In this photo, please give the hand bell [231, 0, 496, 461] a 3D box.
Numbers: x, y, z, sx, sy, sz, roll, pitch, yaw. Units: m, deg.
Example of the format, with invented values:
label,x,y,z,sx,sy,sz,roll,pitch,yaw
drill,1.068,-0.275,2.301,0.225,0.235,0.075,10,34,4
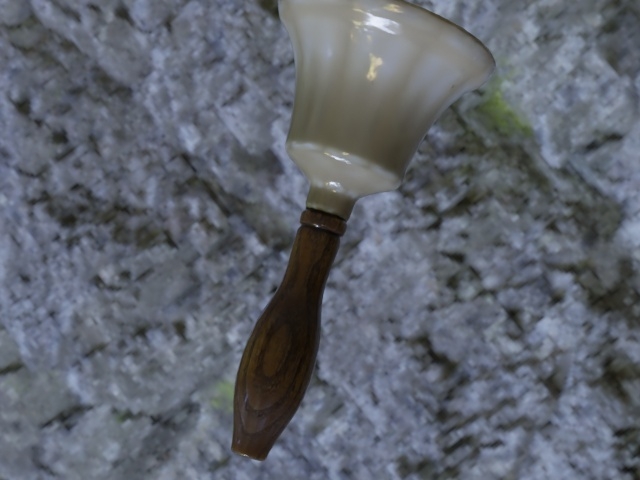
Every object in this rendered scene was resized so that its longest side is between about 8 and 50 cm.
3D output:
label,x,y,z,sx,sy,sz,roll,pitch,yaw
hand bell,0.000,0.000,0.579,0.126,0.126,0.242,87,21,-84
